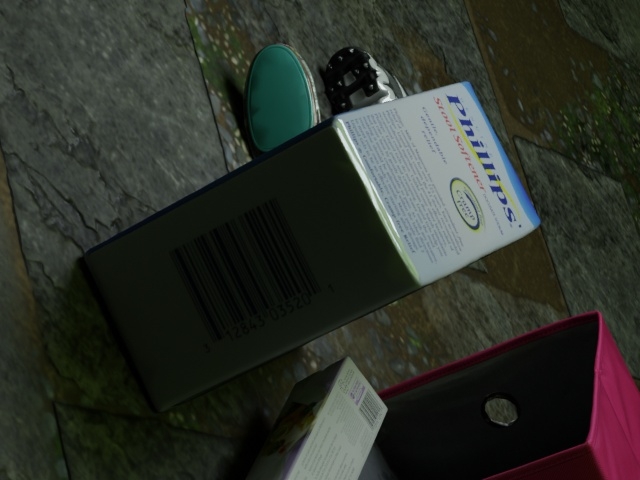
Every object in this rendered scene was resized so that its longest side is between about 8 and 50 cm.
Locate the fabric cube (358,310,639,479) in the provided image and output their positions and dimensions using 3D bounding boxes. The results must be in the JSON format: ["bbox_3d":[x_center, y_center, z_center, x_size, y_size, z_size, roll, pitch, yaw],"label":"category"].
[{"bbox_3d":[0.173,0.256,1.634,0.258,0.254,0.259,61,20,-16],"label":"fabric cube"}]

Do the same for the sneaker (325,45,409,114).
[{"bbox_3d":[0.083,-0.094,2.041,0.106,0.078,0.234,13,53,-53],"label":"sneaker"}]

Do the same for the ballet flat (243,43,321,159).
[{"bbox_3d":[-0.023,-0.079,1.864,0.079,0.077,0.221,40,35,-70],"label":"ballet flat"}]

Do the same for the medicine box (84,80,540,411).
[{"bbox_3d":[0.000,0.000,1.606,0.149,0.263,0.289,64,27,2],"label":"medicine box"}]

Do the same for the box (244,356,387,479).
[{"bbox_3d":[-0.022,0.203,1.522,0.067,0.063,0.324,53,28,-13],"label":"box"}]
